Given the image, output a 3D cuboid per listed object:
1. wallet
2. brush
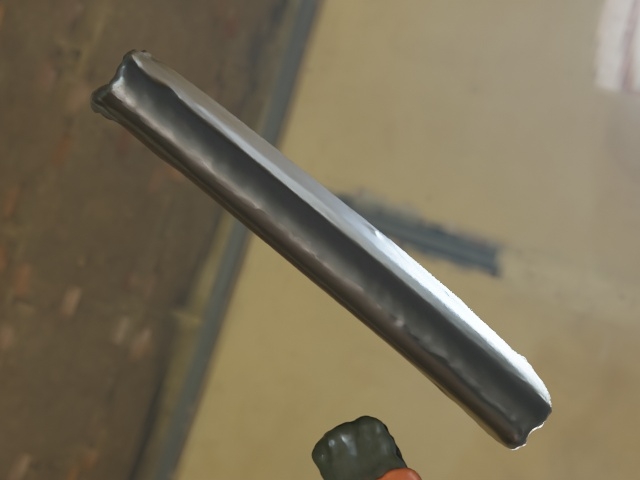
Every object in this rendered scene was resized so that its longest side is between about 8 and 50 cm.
[{"bbox_3d":[-0.001,0.001,1.509,0.062,0.406,0.228,-51,6,5],"label":"wallet"},{"bbox_3d":[0.080,0.247,1.244,0.070,0.323,0.051,-31,-29,2],"label":"brush"}]
